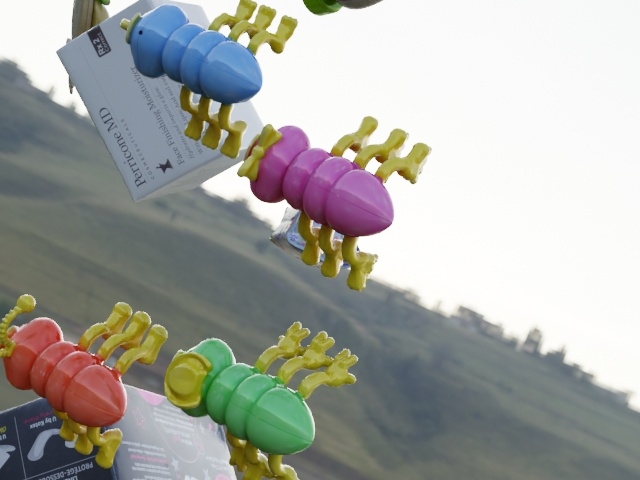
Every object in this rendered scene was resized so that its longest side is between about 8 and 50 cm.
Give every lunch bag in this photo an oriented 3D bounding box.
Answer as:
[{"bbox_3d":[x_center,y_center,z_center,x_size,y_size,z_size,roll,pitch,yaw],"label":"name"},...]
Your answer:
[{"bbox_3d":[0.000,0.000,1.350,0.083,0.053,0.071,32,-9,-13],"label":"lunch bag"}]

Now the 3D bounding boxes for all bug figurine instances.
[{"bbox_3d":[-0.065,0.005,0.706,0.216,0.279,0.072,23,3,29],"label":"bug figurine"}]

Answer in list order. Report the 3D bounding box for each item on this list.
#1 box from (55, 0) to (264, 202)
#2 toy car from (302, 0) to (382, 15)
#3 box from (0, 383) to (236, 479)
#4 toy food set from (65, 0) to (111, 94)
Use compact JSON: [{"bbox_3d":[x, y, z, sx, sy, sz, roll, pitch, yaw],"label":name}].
[{"bbox_3d":[-0.160,-0.150,1.407,0.181,0.119,0.182,62,15,0],"label":"box"},{"bbox_3d":[0.035,-0.353,1.397,0.155,0.149,0.188,-5,-54,44],"label":"toy car"},{"bbox_3d":[-0.182,0.218,1.083,0.163,0.142,0.247,-21,-20,13],"label":"box"},{"bbox_3d":[-0.302,-0.302,1.747,0.038,0.192,0.132,5,41,-18],"label":"toy food set"}]
